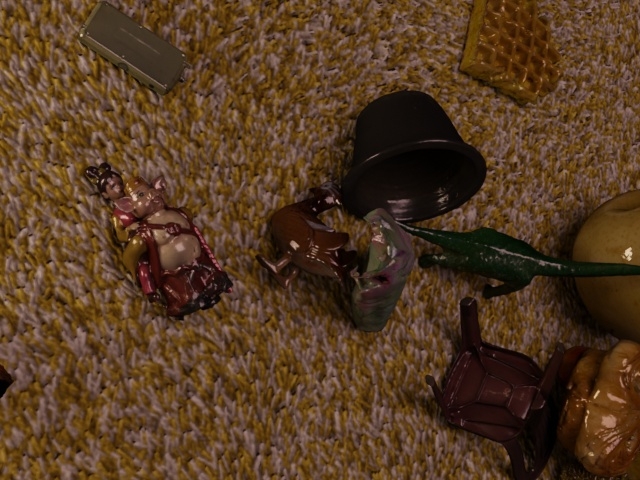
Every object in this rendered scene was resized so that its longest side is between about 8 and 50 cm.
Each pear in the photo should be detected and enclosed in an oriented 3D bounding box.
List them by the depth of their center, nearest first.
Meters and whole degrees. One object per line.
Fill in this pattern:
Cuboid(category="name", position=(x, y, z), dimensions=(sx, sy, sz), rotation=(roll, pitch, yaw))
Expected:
Cuboid(category="pear", position=(0.613, 0.051, 1.561), dimensions=(0.309, 0.309, 0.309), rotation=(7, 76, -29))

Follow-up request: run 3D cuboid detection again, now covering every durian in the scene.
Cuboid(category="durian", position=(0.517, 0.474, 1.525), dimensions=(0.208, 0.102, 0.146), rotation=(21, 66, -29))

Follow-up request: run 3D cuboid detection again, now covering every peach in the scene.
Cuboid(category="peach", position=(0.468, 0.237, 1.568), dimensions=(0.098, 0.061, 0.098), rotation=(-9, 106, -35))

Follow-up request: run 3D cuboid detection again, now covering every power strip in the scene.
Cuboid(category="power strip", position=(-0.270, -0.280, 1.271), dimensions=(0.169, 0.028, 0.076), rotation=(33, 65, -18))

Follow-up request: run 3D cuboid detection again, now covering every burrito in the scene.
Cuboid(category="burrito", position=(0.092, 0.049, 1.296), dimensions=(0.089, 0.229, 0.143), rotation=(10, 73, 4))

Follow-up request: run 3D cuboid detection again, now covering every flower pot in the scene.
Cuboid(category="flower pot", position=(0.138, -0.144, 1.390), dimensions=(0.235, 0.235, 0.148), rotation=(10, 55, -28))

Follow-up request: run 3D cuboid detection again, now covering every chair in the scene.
Cuboid(category="chair", position=(0.303, 0.264, 1.437), dimensions=(0.175, 0.183, 0.326), rotation=(-60, 154, -26))

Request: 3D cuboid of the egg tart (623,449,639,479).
Cuboid(category="egg tart", position=(0.661, 0.339, 1.624), dimensions=(0.315, 0.120, 0.314), rotation=(6, 78, -28))

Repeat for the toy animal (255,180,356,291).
Cuboid(category="toy animal", position=(0.000, 0.000, 1.296), dimensions=(0.179, 0.188, 0.089), rotation=(-46, 147, -13))

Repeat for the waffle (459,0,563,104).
Cuboid(category="waffle", position=(0.384, -0.380, 1.654), dimensions=(0.219, 0.057, 0.229), rotation=(25, 67, -24))

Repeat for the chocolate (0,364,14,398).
Cuboid(category="chocolate", position=(-0.437, 0.129, 1.040), dimensions=(0.127, 0.124, 0.133), rotation=(7, 44, -27))

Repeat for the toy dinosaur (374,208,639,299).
Cuboid(category="toy dinosaur", position=(0.326, 0.022, 1.391), dimensions=(0.447, 0.301, 0.087), rotation=(21, 71, -27))

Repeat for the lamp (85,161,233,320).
Cuboid(category="lamp", position=(-0.226, -0.011, 1.192), dimensions=(0.118, 0.118, 0.253), rotation=(-33, 98, -31))

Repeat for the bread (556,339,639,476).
Cuboid(category="bread", position=(0.500, 0.287, 1.476), dimensions=(0.198, 0.120, 0.236), rotation=(29, 80, -50))
